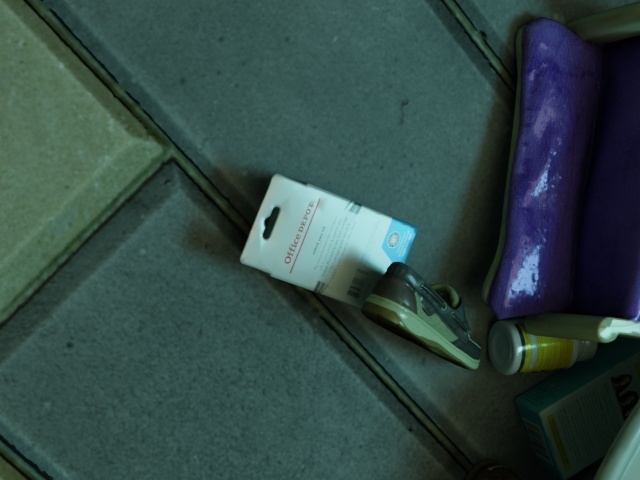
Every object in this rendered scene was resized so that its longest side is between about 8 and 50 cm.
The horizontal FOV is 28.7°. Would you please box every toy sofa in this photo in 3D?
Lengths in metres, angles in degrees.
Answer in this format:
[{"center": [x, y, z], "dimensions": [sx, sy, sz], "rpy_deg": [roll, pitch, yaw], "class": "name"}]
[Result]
[{"center": [0.305, -0.070, 1.358], "dimensions": [0.177, 0.150, 0.362], "rpy_deg": [10, 86, -23], "class": "toy sofa"}]

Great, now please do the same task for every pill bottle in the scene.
[{"center": [0.259, 0.120, 1.450], "dimensions": [0.116, 0.065, 0.065], "rpy_deg": [-3, 101, -22], "class": "pill bottle"}]

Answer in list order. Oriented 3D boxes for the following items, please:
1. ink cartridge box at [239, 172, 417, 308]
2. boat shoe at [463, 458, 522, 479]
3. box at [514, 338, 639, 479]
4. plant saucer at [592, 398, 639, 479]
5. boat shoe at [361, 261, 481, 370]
[{"center": [0.000, 0.000, 1.320], "dimensions": [0.180, 0.060, 0.104], "rpy_deg": [21, 92, -25], "class": "ink cartridge box"}, {"center": [0.172, 0.356, 1.456], "dimensions": [0.073, 0.073, 0.207], "rpy_deg": [22, 92, -26], "class": "boat shoe"}, {"center": [0.359, 0.180, 1.507], "dimensions": [0.244, 0.060, 0.100], "rpy_deg": [-27, 110, -16], "class": "box"}, {"center": [0.421, 0.284, 1.426], "dimensions": [0.400, 0.101, 0.400], "rpy_deg": [-34, 139, -35], "class": "plant saucer"}, {"center": [0.124, 0.082, 1.341], "dimensions": [0.223, 0.080, 0.073], "rpy_deg": [31, 85, -53], "class": "boat shoe"}]
